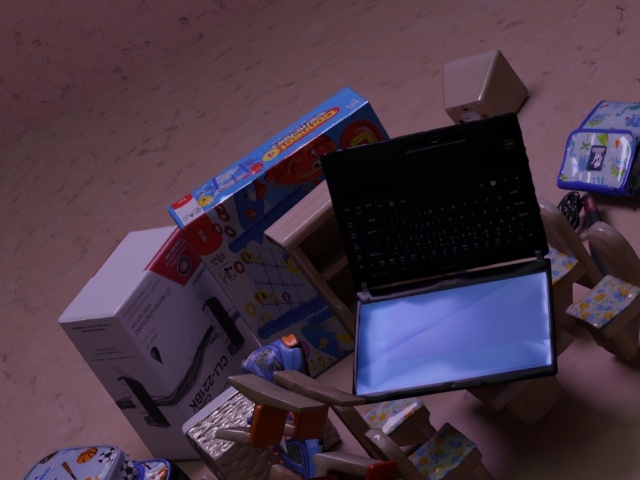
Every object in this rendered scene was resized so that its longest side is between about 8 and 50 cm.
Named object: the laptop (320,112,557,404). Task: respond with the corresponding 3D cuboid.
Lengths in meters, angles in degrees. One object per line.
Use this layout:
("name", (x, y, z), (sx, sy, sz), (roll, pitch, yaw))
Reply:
("laptop", (0.125, 0.020, 1.547), (0.234, 0.264, 0.136), (-11, 13, 17))

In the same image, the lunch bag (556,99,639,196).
("lunch bag", (0.413, -0.122, 1.945), (0.129, 0.096, 0.151), (9, 54, 53))

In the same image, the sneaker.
("sneaker", (-0.044, 0.230, 1.720), (0.087, 0.221, 0.083), (-12, -9, 1))

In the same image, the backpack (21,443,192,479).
("backpack", (-0.286, 0.381, 1.723), (0.263, 0.213, 0.276), (-20, 29, 49))

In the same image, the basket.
("basket", (-0.073, 0.247, 1.812), (0.167, 0.113, 0.103), (-38, 28, -11))

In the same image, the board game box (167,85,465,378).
("board game box", (0.000, 0.000, 1.942), (0.302, 0.308, 0.086), (-35, 27, -4))

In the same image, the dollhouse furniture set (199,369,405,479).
("dollhouse furniture set", (-0.003, 0.274, 1.402), (0.135, 0.262, 0.259), (16, 7, 33))

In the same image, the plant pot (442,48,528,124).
("plant pot", (0.262, -0.233, 2.308), (0.109, 0.109, 0.096), (-11, 46, 38))

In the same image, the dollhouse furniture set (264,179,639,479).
("dollhouse furniture set", (0.136, 0.071, 1.696), (0.362, 0.256, 0.394), (-41, 26, -9))

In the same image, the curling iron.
("curling iron", (0.356, 0.018, 1.832), (0.068, 0.035, 0.274), (-47, 25, 20))

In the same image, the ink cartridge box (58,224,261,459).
("ink cartridge box", (-0.210, 0.145, 1.964), (0.114, 0.272, 0.197), (-7, 35, 36))
